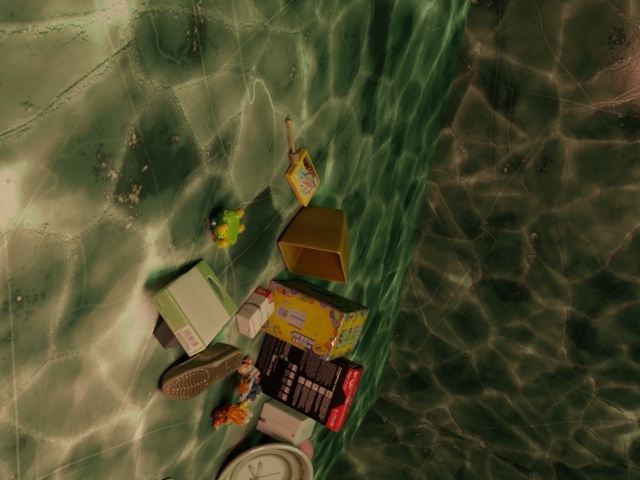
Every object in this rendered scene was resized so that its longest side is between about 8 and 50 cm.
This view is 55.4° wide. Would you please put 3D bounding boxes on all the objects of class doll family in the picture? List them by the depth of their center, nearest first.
[{"bbox_3d":[-0.257,0.529,2.050,0.263,0.118,0.163,-63,158,-15],"label":"doll family"}]

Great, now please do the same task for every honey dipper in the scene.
[{"bbox_3d":[-0.084,-0.296,1.806,0.030,0.030,0.161,-54,151,-34],"label":"honey dipper"}]

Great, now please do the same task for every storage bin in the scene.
[{"bbox_3d":[-0.359,0.218,1.558,0.091,0.098,0.135,-44,165,16],"label":"storage bin"}]

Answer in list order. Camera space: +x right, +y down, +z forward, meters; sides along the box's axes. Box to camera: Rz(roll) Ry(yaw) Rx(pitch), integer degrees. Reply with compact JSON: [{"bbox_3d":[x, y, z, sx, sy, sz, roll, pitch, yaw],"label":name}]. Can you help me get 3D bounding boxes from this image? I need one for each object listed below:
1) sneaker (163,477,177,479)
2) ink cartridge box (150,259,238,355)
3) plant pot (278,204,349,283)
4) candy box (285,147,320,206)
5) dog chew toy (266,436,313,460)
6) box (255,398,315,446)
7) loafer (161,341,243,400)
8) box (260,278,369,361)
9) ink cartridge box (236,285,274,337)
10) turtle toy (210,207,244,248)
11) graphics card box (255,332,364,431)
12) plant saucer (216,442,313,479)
[{"bbox_3d":[-0.429,0.814,1.900,0.107,0.124,0.283,-66,159,-8],"label":"sneaker"},{"bbox_3d":[-0.308,0.160,1.521,0.056,0.171,0.235,-31,-172,17],"label":"ink cartridge box"},{"bbox_3d":[0.000,0.000,2.078,0.212,0.212,0.187,76,27,-57],"label":"plant pot"},{"bbox_3d":[-0.054,-0.200,1.969,0.105,0.027,0.206,-59,157,-14],"label":"candy box"},{"bbox_3d":[-0.180,0.940,2.547,0.332,0.206,0.207,-50,154,-20],"label":"dog chew toy"},{"bbox_3d":[-0.132,0.726,2.463,0.182,0.180,0.119,5,104,-69],"label":"box"},{"bbox_3d":[-0.343,0.366,1.730,0.268,0.092,0.102,-16,123,-44],"label":"loafer"},{"bbox_3d":[-0.022,0.268,2.134,0.279,0.289,0.177,7,104,-68],"label":"box"},{"bbox_3d":[-0.209,0.231,1.966,0.135,0.056,0.099,-52,153,-38],"label":"ink cartridge box"},{"bbox_3d":[-0.250,-0.029,1.600,0.095,0.066,0.130,-48,152,-43],"label":"turtle toy"},{"bbox_3d":[-0.052,0.482,2.156,0.094,0.370,0.233,2,107,-68],"label":"graphics card box"},{"bbox_3d":[-0.228,0.924,2.357,0.400,0.100,0.401,-9,115,-19],"label":"plant saucer"}]
